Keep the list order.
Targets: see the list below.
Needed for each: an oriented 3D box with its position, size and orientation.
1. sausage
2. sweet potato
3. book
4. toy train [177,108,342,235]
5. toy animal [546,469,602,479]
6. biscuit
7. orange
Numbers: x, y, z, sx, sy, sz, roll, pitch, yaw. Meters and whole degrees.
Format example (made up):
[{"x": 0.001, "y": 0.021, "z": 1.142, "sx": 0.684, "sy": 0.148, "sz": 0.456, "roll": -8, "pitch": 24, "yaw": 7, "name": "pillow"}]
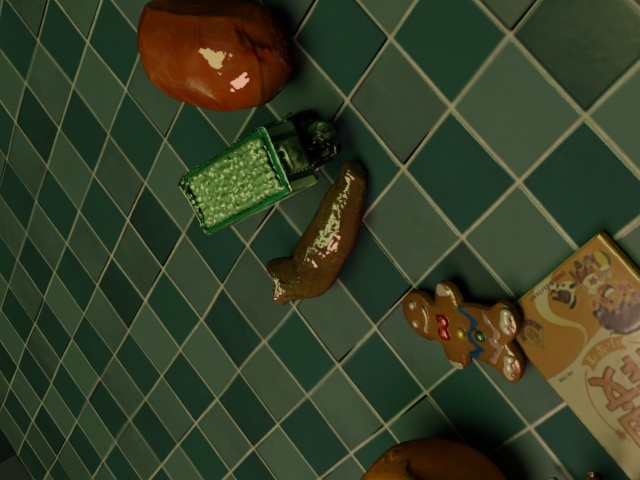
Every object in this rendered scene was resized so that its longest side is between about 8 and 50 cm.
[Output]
[{"x": -0.161, "y": -0.276, "z": 1.229, "sx": 0.268, "sy": 0.153, "sz": 0.141, "roll": 21, "pitch": 130, "yaw": 38, "name": "sausage"}, {"x": -0.005, "y": 0.002, "z": 1.268, "sx": 0.112, "sy": 0.085, "sz": 0.286, "roll": 48, "pitch": 136, "yaw": 22, "name": "sweet potato"}, {"x": 0.370, "y": 0.156, "z": 1.023, "sx": 0.295, "sy": 0.020, "sz": 0.208, "roll": 51, "pitch": 136, "yaw": 13, "name": "book"}, {"x": -0.088, "y": -0.105, "z": 1.244, "sx": 0.269, "sy": 0.154, "sz": 0.115, "roll": -22, "pitch": 92, "yaw": 48, "name": "toy train"}, {"x": 0.335, "y": 0.334, "z": 1.097, "sx": 0.069, "sy": 0.086, "sz": 0.220, "roll": -4, "pitch": 143, "yaw": 6, "name": "toy animal"}, {"x": 0.188, "y": 0.121, "z": 1.162, "sx": 0.205, "sy": 0.031, "sz": 0.138, "roll": 19, "pitch": 130, "yaw": 47, "name": "biscuit"}, {"x": 0.158, "y": 0.398, "z": 1.189, "sx": 0.246, "sy": 0.246, "sz": 0.246, "roll": 22, "pitch": 125, "yaw": 36, "name": "orange"}]
